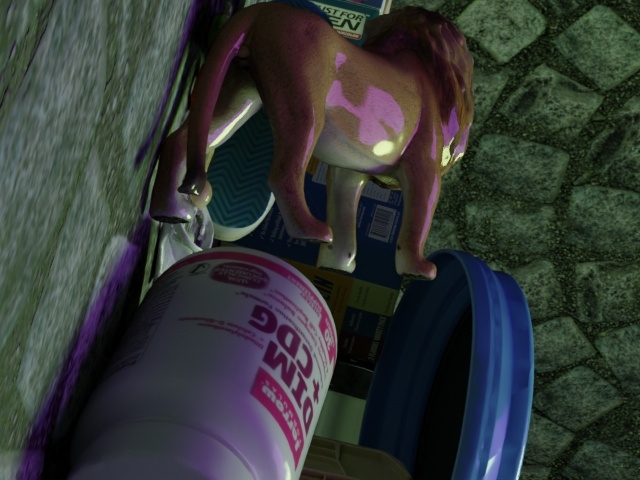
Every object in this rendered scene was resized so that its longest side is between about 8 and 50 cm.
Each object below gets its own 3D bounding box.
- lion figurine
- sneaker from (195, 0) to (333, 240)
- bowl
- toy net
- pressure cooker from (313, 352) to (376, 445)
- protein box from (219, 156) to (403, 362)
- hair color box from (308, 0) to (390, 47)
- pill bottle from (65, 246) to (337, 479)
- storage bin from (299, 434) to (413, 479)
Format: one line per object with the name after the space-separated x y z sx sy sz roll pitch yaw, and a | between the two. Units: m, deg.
0.009 -0.105 1.384 0.392 0.142 0.240 21 75 -62 | lion figurine
-0.057 -0.109 1.543 0.092 0.087 0.228 128 -15 -73 | sneaker
0.126 0.204 1.872 0.391 0.077 0.391 -167 -90 -78 | bowl
-0.086 -0.070 1.412 0.122 0.045 0.232 39 67 -88 | toy net
0.000 0.345 2.407 0.370 0.376 0.420 10 95 -68 | pressure cooker
0.000 0.000 2.004 0.136 0.201 0.200 103 3 -49 | protein box
0.016 -0.221 2.189 0.347 0.105 0.174 102 4 -48 | hair color box
-0.086 0.133 1.272 0.283 0.160 0.160 -70 174 -62 | pill bottle
-0.058 0.328 1.771 0.123 0.260 0.262 -130 -126 -77 | storage bin
